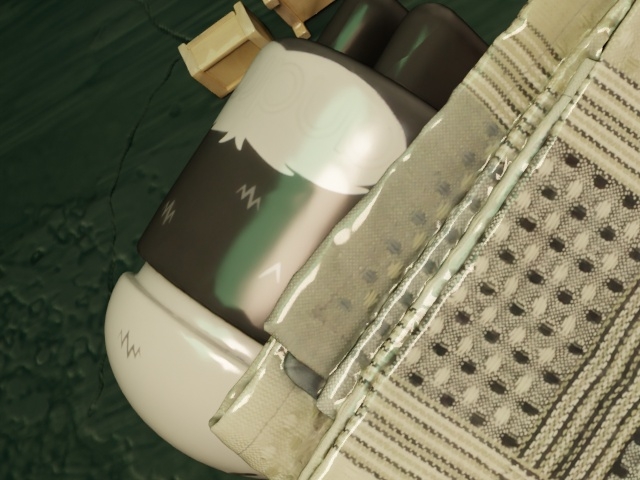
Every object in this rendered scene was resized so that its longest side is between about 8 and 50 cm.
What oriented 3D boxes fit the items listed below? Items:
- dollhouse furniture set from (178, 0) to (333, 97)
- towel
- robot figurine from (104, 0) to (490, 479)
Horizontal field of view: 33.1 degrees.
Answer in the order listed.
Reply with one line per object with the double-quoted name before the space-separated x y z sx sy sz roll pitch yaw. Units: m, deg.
"dollhouse furniture set" -0.051 -0.211 0.704 0.182 0.161 0.101 -33 62 13
"towel" 0.155 0.061 0.484 0.324 0.056 0.312 37 93 -4
"robot figurine" 0.000 0.000 0.609 0.173 0.209 0.278 32 89 0
